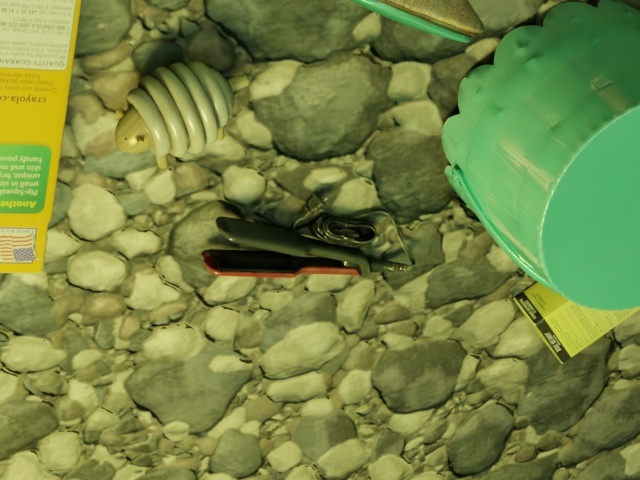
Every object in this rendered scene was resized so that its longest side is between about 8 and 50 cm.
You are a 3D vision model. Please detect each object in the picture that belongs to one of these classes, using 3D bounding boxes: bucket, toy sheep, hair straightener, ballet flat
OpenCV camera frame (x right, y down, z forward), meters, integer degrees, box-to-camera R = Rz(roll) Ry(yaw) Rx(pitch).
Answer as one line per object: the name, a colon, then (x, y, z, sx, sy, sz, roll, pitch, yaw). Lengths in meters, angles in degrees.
bucket: (0.279, -0.077, 1.281, 0.281, 0.183, 0.281, -11, 127, -15)
toy sheep: (-0.121, -0.115, 1.155, 0.132, 0.091, 0.091, -32, 131, -17)
hair straightener: (0.000, 0.000, 1.307, 0.230, 0.047, 0.089, 7, 120, -27)
ballet flat: (0.020, -0.252, 1.106, 0.316, 0.107, 0.106, 11, 105, -29)

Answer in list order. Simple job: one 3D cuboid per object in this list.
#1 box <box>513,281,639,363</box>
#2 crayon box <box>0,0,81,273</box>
box: (0.336, 0.035, 1.466, 0.232, 0.058, 0.087, -37, 129, 6)
crayon box: (-0.312, -0.127, 1.064, 0.203, 0.083, 0.323, 1, 122, -23)
